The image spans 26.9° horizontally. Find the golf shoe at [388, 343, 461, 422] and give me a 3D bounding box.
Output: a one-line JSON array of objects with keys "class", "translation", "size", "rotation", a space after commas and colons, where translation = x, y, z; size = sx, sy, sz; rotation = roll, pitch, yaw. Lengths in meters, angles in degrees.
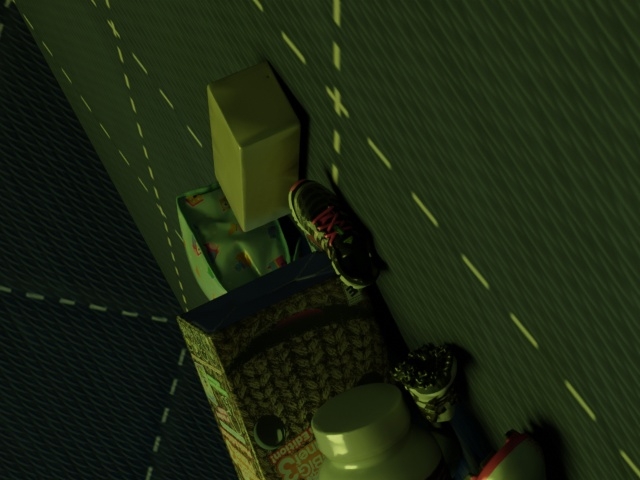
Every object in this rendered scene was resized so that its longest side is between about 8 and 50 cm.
[{"class": "golf shoe", "translation": [0.148, 0.184, 1.679], "size": [0.094, 0.077, 0.198], "rotation": [55, 177, -2]}]

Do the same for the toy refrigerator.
[{"class": "toy refrigerator", "translation": [-0.083, -0.120, 1.779], "size": [0.102, 0.094, 0.269], "rotation": [62, 168, 19]}]

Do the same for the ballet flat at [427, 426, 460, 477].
[{"class": "ballet flat", "translation": [0.154, 0.349, 1.930], "size": [0.072, 0.068, 0.213], "rotation": [18, 143, 5]}]

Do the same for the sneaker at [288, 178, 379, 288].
[{"class": "sneaker", "translation": [0.024, -0.007, 1.710], "size": [0.170, 0.063, 0.075], "rotation": [57, 167, -15]}]

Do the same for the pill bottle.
[{"class": "pill bottle", "translation": [0.097, 0.346, 1.759], "size": [0.169, 0.169, 0.302], "rotation": [26, 139, 66]}]

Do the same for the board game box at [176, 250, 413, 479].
[{"class": "board game box", "translation": [-0.028, 0.197, 1.852], "size": [0.141, 0.232, 0.291], "rotation": [20, 133, 65]}]

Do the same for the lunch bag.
[{"class": "lunch bag", "translation": [-0.105, 0.055, 2.097], "size": [0.262, 0.160, 0.223], "rotation": [57, 167, 28]}]

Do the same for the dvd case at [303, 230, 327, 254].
[{"class": "dvd case", "translation": [0.000, 0.000, 1.910], "size": [0.087, 0.013, 0.119], "rotation": [41, 159, 50]}]

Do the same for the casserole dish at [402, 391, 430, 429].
[{"class": "casserole dish", "translation": [0.118, 0.263, 2.021], "size": [0.188, 0.037, 0.114], "rotation": [41, 158, 49]}]

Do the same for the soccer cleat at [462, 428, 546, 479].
[{"class": "soccer cleat", "translation": [0.246, 0.324, 1.588], "size": [0.143, 0.116, 0.331], "rotation": [41, 166, 20]}]
